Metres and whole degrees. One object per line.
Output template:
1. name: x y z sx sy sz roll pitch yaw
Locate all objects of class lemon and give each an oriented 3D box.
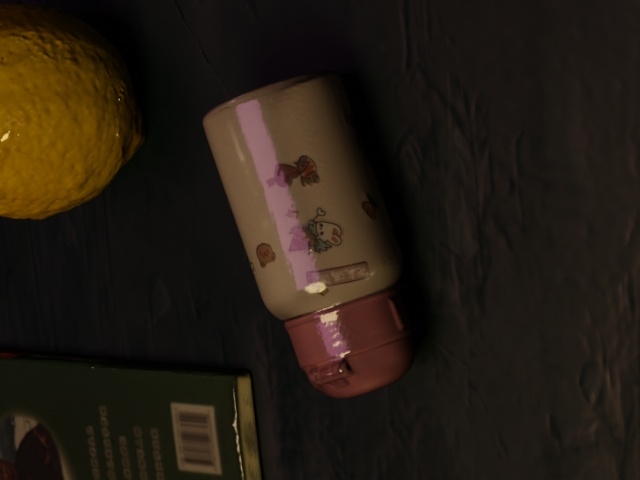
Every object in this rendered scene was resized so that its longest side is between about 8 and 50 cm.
1. lemon: -0.244 -0.102 1.569 0.180 0.193 0.180 49 154 34

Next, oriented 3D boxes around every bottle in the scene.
1. bottle: 0.000 0.000 1.434 0.110 0.110 0.233 -21 88 43

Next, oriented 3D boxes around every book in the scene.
1. book: -0.188 0.230 1.715 0.371 0.043 0.260 2 101 41
